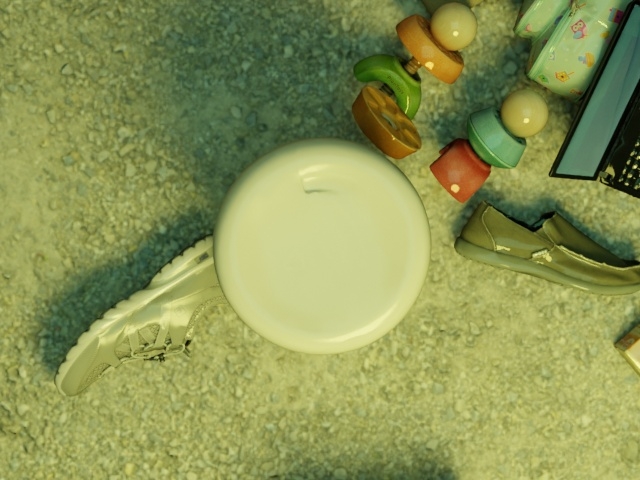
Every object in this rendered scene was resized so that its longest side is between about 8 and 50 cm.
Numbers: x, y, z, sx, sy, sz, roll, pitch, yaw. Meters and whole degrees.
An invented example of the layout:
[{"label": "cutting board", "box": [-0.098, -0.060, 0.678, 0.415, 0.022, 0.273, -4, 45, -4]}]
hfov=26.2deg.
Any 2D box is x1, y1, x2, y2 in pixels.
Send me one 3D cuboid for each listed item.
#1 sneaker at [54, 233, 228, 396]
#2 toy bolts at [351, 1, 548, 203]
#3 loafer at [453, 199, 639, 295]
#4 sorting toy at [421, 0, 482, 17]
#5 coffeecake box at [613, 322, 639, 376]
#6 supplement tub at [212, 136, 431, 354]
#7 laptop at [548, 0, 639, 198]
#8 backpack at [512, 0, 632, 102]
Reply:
[{"label": "sneaker", "box": [-0.215, 0.116, 1.746, 0.281, 0.105, 0.115, -38, 93, 0]}, {"label": "toy bolts", "box": [0.166, -0.168, 1.685, 0.228, 0.218, 0.158, 45, 113, -9]}, {"label": "loafer", "box": [0.301, 0.008, 1.754, 0.251, 0.094, 0.087, 14, 97, -1]}, {"label": "sorting toy", "box": [0.135, -0.436, 1.682, 0.041, 0.229, 0.307, -34, 94, -43]}, {"label": "coffeecake box", "box": [0.500, 0.133, 1.777, 0.185, 0.068, 0.142, -40, 93, 1]}, {"label": "supplement tub", "box": [0.000, 0.000, 1.631, 0.241, 0.331, 0.241, 0, 93, -1]}, {"label": "laptop", "box": [0.437, -0.150, 1.698, 0.264, 0.136, 0.234, 22, 105, -7]}, {"label": "backpack", "box": [0.320, -0.272, 1.705, 0.144, 0.166, 0.188, 22, 91, -1]}]
